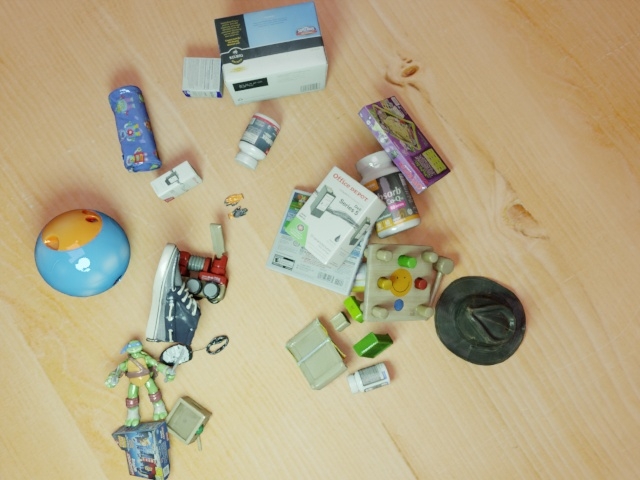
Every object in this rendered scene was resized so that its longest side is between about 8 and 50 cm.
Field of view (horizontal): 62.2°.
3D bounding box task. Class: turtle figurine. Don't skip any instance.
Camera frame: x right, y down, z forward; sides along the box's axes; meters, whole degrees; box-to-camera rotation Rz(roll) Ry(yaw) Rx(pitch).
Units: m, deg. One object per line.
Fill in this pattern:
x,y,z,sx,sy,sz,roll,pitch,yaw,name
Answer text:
-0.582,0.473,1.725,0.274,0.197,0.267,3,104,38,turtle figurine

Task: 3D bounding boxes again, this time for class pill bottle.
0.135,0.126,1.836,0.183,0.103,0.103,-1,85,-1,pill bottle
0.163,0.474,1.816,0.137,0.078,0.078,-17,85,-3,pill bottle
-0.226,-0.346,1.872,0.107,0.108,0.180,27,85,1,pill bottle
0.228,-0.159,1.836,0.162,0.162,0.279,-21,85,-3,pill bottle

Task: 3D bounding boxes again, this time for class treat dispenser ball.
-0.773,0.040,1.734,0.287,0.288,0.289,0,85,-1,treat dispenser ball

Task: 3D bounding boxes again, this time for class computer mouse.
-0.436,0.379,1.839,0.241,0.041,0.071,-13,90,-9,computer mouse

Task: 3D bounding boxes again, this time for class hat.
0.562,0.278,1.817,0.330,0.134,0.332,0,85,-1,hat

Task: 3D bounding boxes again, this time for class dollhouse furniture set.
0.062,0.357,1.834,0.301,0.151,0.198,-40,65,13,dollhouse furniture set

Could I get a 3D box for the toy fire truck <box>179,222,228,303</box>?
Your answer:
-0.415,0.070,1.819,0.216,0.158,0.247,12,73,1,toy fire truck

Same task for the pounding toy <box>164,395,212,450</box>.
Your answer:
-0.439,0.623,1.792,0.141,0.100,0.130,32,84,13,pounding toy

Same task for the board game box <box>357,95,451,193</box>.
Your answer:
0.297,-0.340,1.852,0.056,0.208,0.347,-39,84,39,board game box

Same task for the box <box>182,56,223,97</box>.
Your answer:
-0.420,-0.585,1.909,0.137,0.072,0.126,2,84,0,box

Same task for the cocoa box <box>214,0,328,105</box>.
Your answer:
-0.166,-0.642,1.839,0.346,0.231,0.228,-11,84,-2,cocoa box

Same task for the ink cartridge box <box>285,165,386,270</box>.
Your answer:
0.050,-0.074,1.728,0.198,0.114,0.273,39,94,27,ink cartridge box

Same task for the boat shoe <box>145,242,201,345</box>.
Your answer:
-0.450,0.178,1.698,0.158,0.127,0.341,13,110,-7,boat shoe

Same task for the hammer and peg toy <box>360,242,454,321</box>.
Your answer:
0.306,0.148,1.764,0.360,0.127,0.266,3,93,-28,hammer and peg toy

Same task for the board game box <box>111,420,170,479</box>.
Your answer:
-0.596,0.689,1.769,0.193,0.060,0.194,1,104,23,board game box

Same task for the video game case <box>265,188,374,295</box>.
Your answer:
0.000,0.000,1.816,0.328,0.036,0.300,17,84,26,video game case

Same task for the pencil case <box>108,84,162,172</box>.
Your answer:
-0.656,-0.382,1.862,0.133,0.119,0.307,-17,85,8,pencil case

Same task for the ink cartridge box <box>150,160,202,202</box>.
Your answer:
-0.500,-0.204,1.852,0.150,0.109,0.063,-32,83,-4,ink cartridge box

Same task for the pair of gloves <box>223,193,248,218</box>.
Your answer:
-0.303,-0.122,1.898,0.074,0.010,0.083,-19,86,-3,pair of gloves
